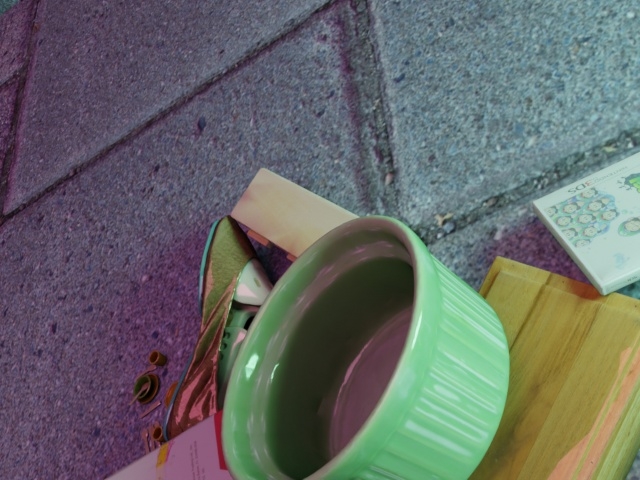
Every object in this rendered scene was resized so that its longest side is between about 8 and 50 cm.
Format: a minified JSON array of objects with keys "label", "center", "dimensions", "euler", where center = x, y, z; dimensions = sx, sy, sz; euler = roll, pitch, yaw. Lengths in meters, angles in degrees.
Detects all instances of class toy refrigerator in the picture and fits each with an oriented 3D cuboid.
[{"label":"toy refrigerator","center":[0.000,0.000,1.098],"dimensions":[0.269,0.102,0.094],"euler":[31,87,47]}]

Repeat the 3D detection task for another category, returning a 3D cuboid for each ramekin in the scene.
[{"label":"ramekin","center":[0.046,0.140,0.840],"dimensions":[0.303,0.148,0.303],"euler":[-41,31,31]}]

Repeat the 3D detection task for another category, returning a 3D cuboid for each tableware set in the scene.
[{"label":"tableware set","center":[-0.240,0.233,1.219],"dimensions":[0.104,0.024,0.154],"euler":[-36,45,18]}]

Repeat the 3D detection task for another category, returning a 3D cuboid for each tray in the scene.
[{"label":"tray","center":[0.178,0.231,0.817],"dimensions":[0.203,0.076,0.410],"euler":[20,79,46]}]

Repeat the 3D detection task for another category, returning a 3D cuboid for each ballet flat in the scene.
[{"label":"ballet flat","center":[-0.116,0.128,1.126],"dimensions":[0.124,0.116,0.342],"euler":[3,65,20]}]

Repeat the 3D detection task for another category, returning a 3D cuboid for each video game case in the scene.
[{"label":"video game case","center":[0.316,-0.024,0.845],"dimensions":[0.143,0.019,0.157],"euler":[-25,37,3]}]

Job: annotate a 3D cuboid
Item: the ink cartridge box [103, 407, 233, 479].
[{"label":"ink cartridge box","center":[-0.133,0.351,0.972],"dimensions":[0.306,0.131,0.226],"euler":[-34,47,22]}]
